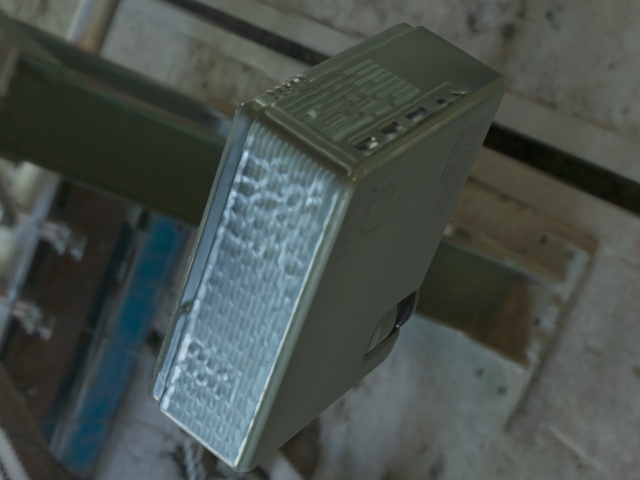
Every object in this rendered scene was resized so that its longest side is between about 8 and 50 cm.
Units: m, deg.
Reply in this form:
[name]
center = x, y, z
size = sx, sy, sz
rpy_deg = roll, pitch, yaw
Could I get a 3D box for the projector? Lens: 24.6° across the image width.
[projector]
center = 0.000, 0.000, 0.940
size = 0.192, 0.099, 0.256
rpy_deg = -32, -29, -46
